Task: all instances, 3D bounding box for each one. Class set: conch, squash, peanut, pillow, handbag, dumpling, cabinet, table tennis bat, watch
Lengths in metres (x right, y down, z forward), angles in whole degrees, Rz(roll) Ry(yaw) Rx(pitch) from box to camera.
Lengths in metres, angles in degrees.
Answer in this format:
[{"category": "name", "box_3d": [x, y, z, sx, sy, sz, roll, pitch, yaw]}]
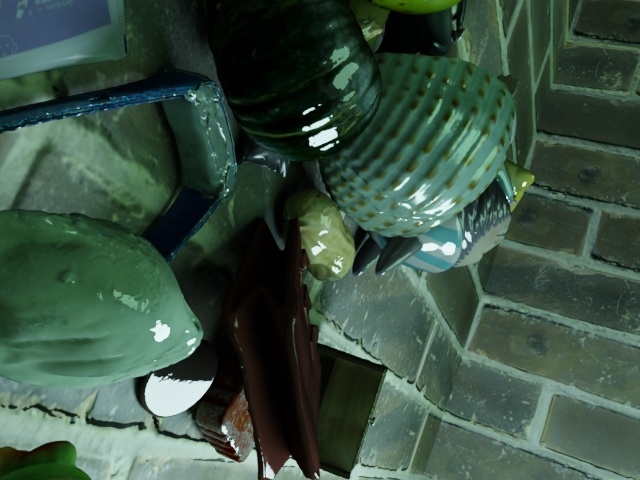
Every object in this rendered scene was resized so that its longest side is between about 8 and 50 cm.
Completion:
[{"category": "conch", "box_3d": [0.117, -0.122, 0.961, 0.319, 0.303, 0.215, 13, 71, -37]}, {"category": "squash", "box_3d": [-0.026, -0.193, 0.714, 0.218, 0.172, 0.218, 41, 38, -43]}, {"category": "peanut", "box_3d": [0.000, 0.000, 1.025, 0.214, 0.090, 0.098, 55, 43, -60]}, {"category": "pillow", "box_3d": [-0.056, -0.158, 0.852, 0.090, 0.048, 0.150, 6, 100, -65]}, {"category": "handbag", "box_3d": [-0.045, 0.130, 0.858, 0.275, 0.084, 0.260, -87, 169, -65]}, {"category": "dumpling", "box_3d": [-0.185, 0.043, 0.524, 0.219, 0.153, 0.108, 52, 30, -43]}, {"category": "cabinet", "box_3d": [0.022, 0.271, 1.112, 0.215, 0.148, 0.175, 56, 53, -78]}, {"category": "table tennis bat", "box_3d": [-0.143, 0.169, 0.762, 0.107, 0.119, 0.170, -46, 142, -17]}, {"category": "watch", "box_3d": [-0.191, -0.069, 0.607, 0.274, 0.068, 0.276, -53, 150, -31]}]

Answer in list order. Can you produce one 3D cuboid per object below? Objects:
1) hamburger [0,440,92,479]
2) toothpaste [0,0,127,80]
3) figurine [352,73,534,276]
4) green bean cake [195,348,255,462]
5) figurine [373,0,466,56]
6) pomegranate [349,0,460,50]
[{"category": "hamburger", "box_3d": [-0.266, 0.264, 0.532, 0.237, 0.149, 0.237, -39, 141, -40]}, {"category": "toothpaste", "box_3d": [-0.236, -0.147, 0.436, 0.371, 0.080, 0.125, -47, 145, -55]}, {"category": "figurine", "box_3d": [0.222, -0.069, 1.251, 0.377, 0.266, 0.361, -53, 151, -37]}, {"category": "green bean cake", "box_3d": [-0.115, 0.228, 0.956, 0.135, 0.056, 0.135, 76, 34, -48]}, {"category": "figurine", "box_3d": [0.147, -0.355, 1.038, 0.197, 0.175, 0.265, 44, 57, -59]}, {"category": "pomegranate", "box_3d": [0.093, -0.379, 0.825, 0.260, 0.260, 0.340, -42, 165, -51]}]
